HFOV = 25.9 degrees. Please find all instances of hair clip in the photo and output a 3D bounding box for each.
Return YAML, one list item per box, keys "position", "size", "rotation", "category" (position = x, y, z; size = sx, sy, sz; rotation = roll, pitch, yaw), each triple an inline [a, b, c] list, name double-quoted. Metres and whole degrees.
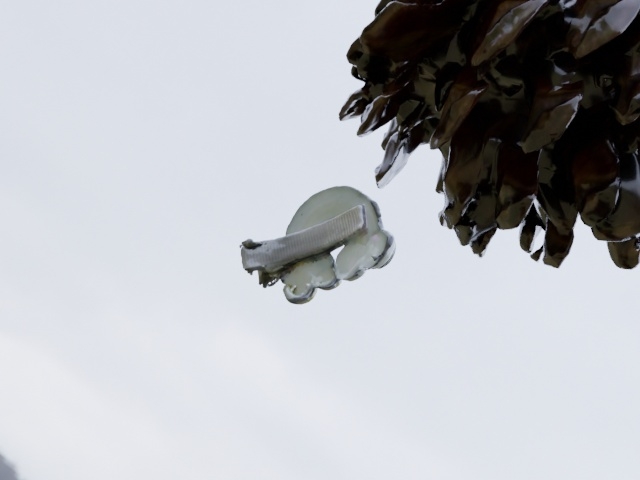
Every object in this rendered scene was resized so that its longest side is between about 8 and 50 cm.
- position: [0.000, 0.000, 1.414]
  size: [0.172, 0.116, 0.049]
  rotation: [-22, -31, 25]
  category: "hair clip"

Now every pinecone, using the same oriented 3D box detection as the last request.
- position: [0.164, -0.114, 0.925]
  size: [0.296, 0.298, 0.242]
  rotation: [38, 18, -15]
  category: "pinecone"
